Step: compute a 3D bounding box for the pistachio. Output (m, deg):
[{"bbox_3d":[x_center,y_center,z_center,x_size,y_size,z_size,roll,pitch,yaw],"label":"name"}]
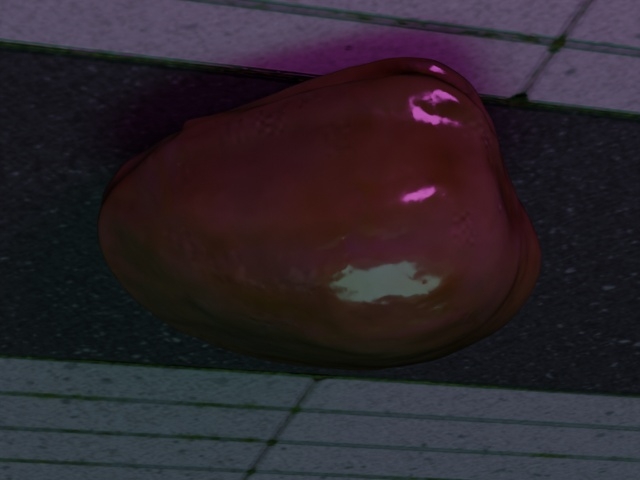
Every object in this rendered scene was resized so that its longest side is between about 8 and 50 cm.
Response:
[{"bbox_3d":[0.000,0.000,1.144,0.261,0.163,0.212,-9,117,11],"label":"pistachio"}]
